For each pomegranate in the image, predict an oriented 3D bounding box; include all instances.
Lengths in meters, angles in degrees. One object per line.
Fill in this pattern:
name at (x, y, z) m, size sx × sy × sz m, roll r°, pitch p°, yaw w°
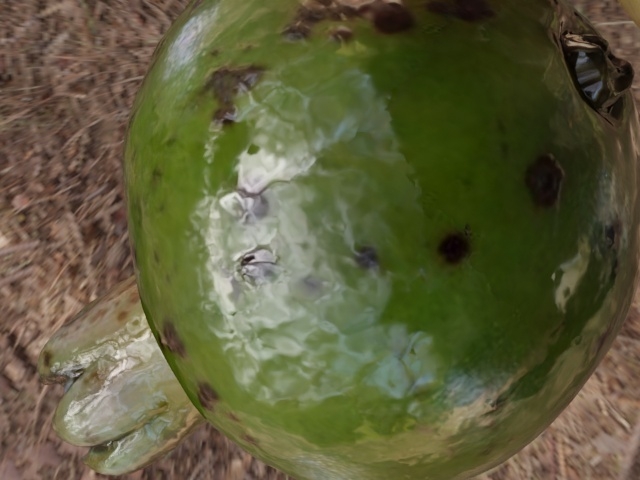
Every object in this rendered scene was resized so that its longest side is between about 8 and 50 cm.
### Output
pomegranate at (0.000, 0.000, 0.524) m, size 0.248 × 0.202 × 0.202 m, roll -30°, pitch 99°, yaw 25°

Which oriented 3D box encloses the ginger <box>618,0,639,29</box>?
ginger at (0.101, -0.115, 0.301) m, size 0.126 × 0.190 × 0.354 m, roll -18°, pitch 81°, yaw 5°
